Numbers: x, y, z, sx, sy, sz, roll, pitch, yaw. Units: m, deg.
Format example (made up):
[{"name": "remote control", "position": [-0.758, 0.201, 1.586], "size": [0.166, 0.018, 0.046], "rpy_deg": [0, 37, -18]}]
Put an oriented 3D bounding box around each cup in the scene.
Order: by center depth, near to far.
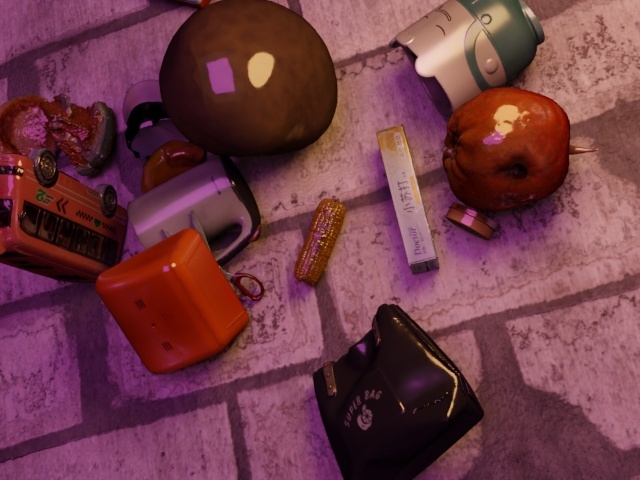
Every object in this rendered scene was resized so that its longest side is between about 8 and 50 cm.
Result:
[{"name": "cup", "position": [0.299, -0.419, 1.732], "size": [0.257, 0.219, 0.290], "rpy_deg": [-34, 35, 4]}]

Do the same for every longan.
[{"name": "longan", "position": [-0.151, -0.340, 1.741], "size": [0.404, 0.404, 0.336], "rpy_deg": [52, 127, 23]}]

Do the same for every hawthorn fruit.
[{"name": "hawthorn fruit", "position": [0.365, -0.180, 1.608], "size": [0.258, 0.261, 0.258], "rpy_deg": [15, 108, 54]}]

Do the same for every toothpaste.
[{"name": "toothpaste", "position": [0.182, -0.087, 1.721], "size": [0.071, 0.089, 0.313], "rpy_deg": [-14, 70, 7]}]

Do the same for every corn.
[{"name": "corn", "position": [0.000, 0.000, 1.760], "size": [0.068, 0.068, 0.207], "rpy_deg": [16, 79, 21]}]

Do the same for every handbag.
[{"name": "handbag", "position": [0.120, 0.301, 1.556], "size": [0.342, 0.152, 0.288], "rpy_deg": [-49, 52, 27]}]

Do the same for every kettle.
[{"name": "kettle", "position": [-0.267, -0.049, 1.814], "size": [0.255, 0.165, 0.240], "rpy_deg": [-28, 79, 4]}]

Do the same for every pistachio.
[{"name": "pistachio", "position": [-0.343, -0.172, 1.894], "size": [0.189, 0.110, 0.100], "rpy_deg": [-43, 92, 16]}]

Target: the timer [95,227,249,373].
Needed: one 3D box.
[{"name": "timer", "position": [-0.328, 0.148, 1.731], "size": [0.250, 0.161, 0.257], "rpy_deg": [-23, 105, 22]}]

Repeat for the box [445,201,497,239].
[{"name": "box", "position": [0.306, -0.039, 1.658], "size": [0.105, 0.105, 0.037], "rpy_deg": [28, 89, 22]}]

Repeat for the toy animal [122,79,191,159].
[{"name": "toy animal", "position": [-0.388, -0.295, 1.941], "size": [0.165, 0.138, 0.179], "rpy_deg": [-11, 61, -7]}]

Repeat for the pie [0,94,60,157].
[{"name": "pie", "position": [-0.748, -0.278, 2.064], "size": [0.205, 0.084, 0.179], "rpy_deg": [9, 77, 16]}]

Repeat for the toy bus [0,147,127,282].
[{"name": "toy bus", "position": [-0.611, -0.042, 1.768], "size": [0.203, 0.427, 0.233], "rpy_deg": [-1, 77, 17]}]

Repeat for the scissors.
[{"name": "scissors", "position": [-0.241, 0.056, 1.765], "size": [0.144, 0.017, 0.248], "rpy_deg": [-32, 105, 5]}]

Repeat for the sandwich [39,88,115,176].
[{"name": "sandwich", "position": [-0.588, -0.266, 1.974], "size": [0.109, 0.160, 0.185], "rpy_deg": [-26, 59, 29]}]

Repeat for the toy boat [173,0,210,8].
[{"name": "toy boat", "position": [-0.413, -0.704, 2.064], "size": [0.331, 0.133, 0.145], "rpy_deg": [27, 84, 23]}]
